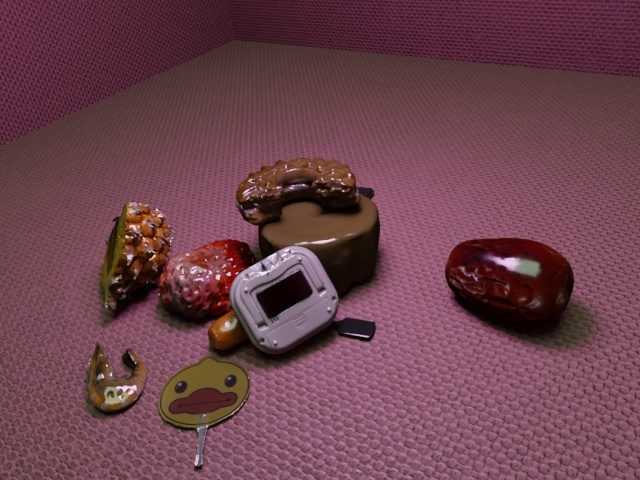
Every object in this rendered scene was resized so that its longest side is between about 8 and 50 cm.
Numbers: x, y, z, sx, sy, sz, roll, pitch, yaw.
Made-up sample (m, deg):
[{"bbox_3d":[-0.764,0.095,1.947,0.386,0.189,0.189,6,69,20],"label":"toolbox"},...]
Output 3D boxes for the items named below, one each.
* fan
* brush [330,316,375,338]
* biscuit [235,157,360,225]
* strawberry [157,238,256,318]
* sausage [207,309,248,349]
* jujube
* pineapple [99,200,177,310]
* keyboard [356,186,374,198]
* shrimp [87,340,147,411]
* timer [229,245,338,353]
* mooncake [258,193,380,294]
[{"bbox_3d":[-0.282,0.395,1.339,0.229,0.011,0.335,-8,33,-1],"label":"fan"},{"bbox_3d":[0.052,0.229,1.509,0.193,0.016,0.063,8,37,20],"label":"brush"},{"bbox_3d":[-0.074,-0.158,1.678,0.366,0.115,0.268,-7,29,-3],"label":"biscuit"},{"bbox_3d":[-0.332,0.086,1.669,0.265,0.149,0.336,12,38,27],"label":"strawberry"},{"bbox_3d":[-0.193,0.214,1.513,0.238,0.098,0.098,-28,40,-25],"label":"sausage"},{"bbox_3d":[0.492,0.097,1.469,0.318,0.223,0.223,13,39,38],"label":"jujube"},{"bbox_3d":[-0.543,0.087,1.705,0.209,0.344,0.286,10,60,-29],"label":"pineapple"},{"bbox_3d":[0.116,-0.127,1.995,0.093,0.025,0.230,10,38,26],"label":"keyboard"},{"bbox_3d":[-0.523,0.329,1.436,0.145,0.059,0.254,-13,36,-13],"label":"shrimp"},{"bbox_3d":[-0.093,0.154,1.453,0.262,0.237,0.087,-30,2,-15],"label":"timer"},{"bbox_3d":[0.000,0.000,1.700,0.378,0.201,0.378,-5,30,3],"label":"mooncake"}]
